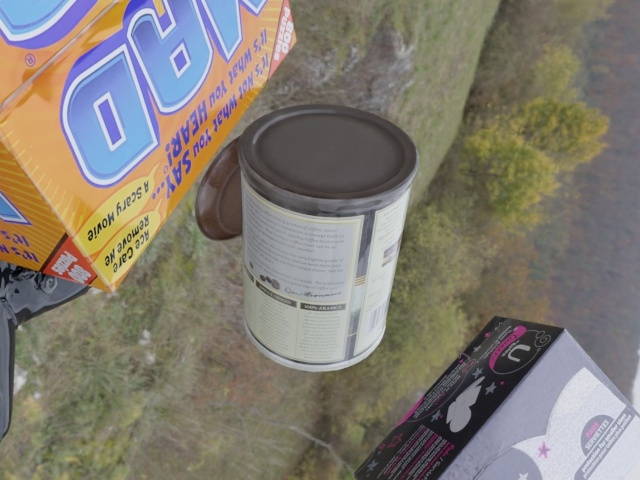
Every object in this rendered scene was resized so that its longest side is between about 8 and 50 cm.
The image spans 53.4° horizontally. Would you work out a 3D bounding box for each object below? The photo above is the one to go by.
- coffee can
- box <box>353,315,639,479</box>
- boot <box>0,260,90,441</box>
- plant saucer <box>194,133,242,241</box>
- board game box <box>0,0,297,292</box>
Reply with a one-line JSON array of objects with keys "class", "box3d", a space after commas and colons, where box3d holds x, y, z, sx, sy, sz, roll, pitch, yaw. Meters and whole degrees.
[{"class": "coffee can", "box3d": [0.000, 0.000, 0.795, 0.201, 0.201, 0.275, -56, 158, -46]}, {"class": "box", "box3d": [0.188, 0.226, 0.661, 0.247, 0.163, 0.142, -45, -171, -10]}, {"class": "boot", "box3d": [-0.344, 0.095, 0.739, 0.207, 0.094, 0.246, -37, 129, -60]}, {"class": "plant saucer", "box3d": [-0.116, -0.083, 1.003, 0.036, 0.198, 0.199, 33, 69, -44]}, {"class": "board game box", "box3d": [-0.282, -0.233, 0.534, 0.356, 0.356, 0.356, 74, 35, -48]}]
